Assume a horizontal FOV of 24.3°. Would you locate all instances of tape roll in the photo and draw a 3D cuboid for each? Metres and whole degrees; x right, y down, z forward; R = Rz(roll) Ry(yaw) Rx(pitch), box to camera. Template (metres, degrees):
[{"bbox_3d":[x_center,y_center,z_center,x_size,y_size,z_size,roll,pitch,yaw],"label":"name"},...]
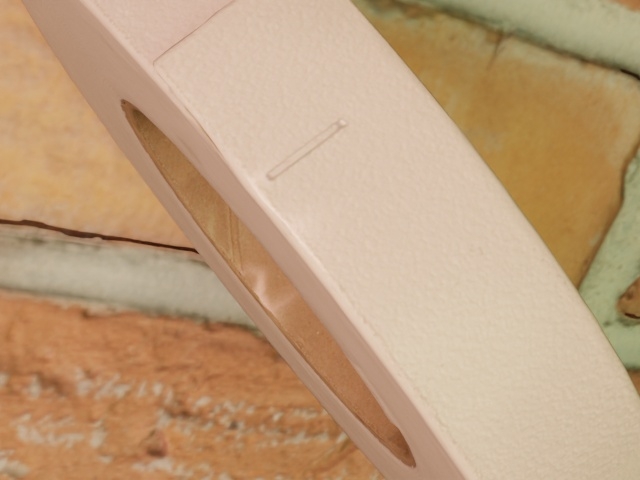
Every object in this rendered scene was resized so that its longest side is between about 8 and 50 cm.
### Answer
[{"bbox_3d":[0.000,0.000,0.662,0.072,0.392,0.392,-38,133,-8],"label":"tape roll"}]
